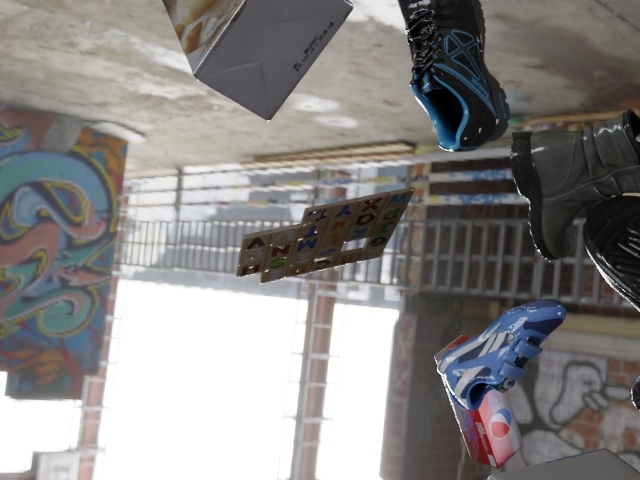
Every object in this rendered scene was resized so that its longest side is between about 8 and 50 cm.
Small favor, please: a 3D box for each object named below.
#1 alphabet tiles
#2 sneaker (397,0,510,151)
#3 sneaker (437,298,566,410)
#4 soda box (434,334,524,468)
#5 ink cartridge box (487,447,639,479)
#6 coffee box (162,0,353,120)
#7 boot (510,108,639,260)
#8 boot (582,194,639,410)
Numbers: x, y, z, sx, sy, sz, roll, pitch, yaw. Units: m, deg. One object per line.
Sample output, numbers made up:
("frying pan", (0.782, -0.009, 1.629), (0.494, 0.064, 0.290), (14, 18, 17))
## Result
("alphabet tiles", (0.000, 0.000, 1.094), (0.237, 0.009, 0.198), (-12, 155, -17))
("sneaker", (0.202, -0.308, 1.276), (0.125, 0.341, 0.140), (-20, -174, 47))
("sneaker", (0.180, 0.110, 0.747), (0.053, 0.059, 0.144), (22, 126, -40))
("soda box", (0.330, 0.331, 1.608), (0.092, 0.263, 0.083), (-31, -160, -29))
("ink cartridge box", (0.355, 0.486, 1.139), (0.223, 0.307, 0.129), (-6, -161, -23))
("coffee box", (-0.079, -0.253, 0.800), (0.098, 0.141, 0.246), (26, -157, -36))
("boot", (0.346, -0.058, 0.996), (0.161, 0.083, 0.246), (-5, 142, 26))
("boot", (0.469, 0.124, 1.040), (0.348, 0.131, 0.260), (47, 160, 25))
